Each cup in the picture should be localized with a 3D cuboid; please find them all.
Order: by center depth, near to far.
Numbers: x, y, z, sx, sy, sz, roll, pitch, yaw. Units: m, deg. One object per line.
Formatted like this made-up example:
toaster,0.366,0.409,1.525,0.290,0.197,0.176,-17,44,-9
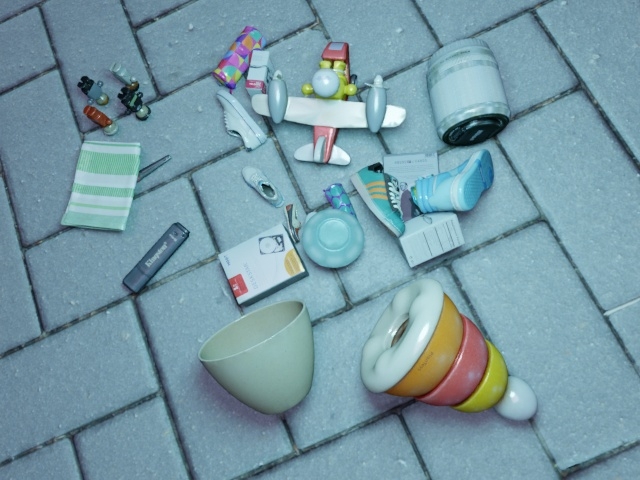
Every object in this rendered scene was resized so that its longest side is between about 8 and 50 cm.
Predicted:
cup,-0.149,0.349,1.282,0.332,0.331,0.236,-23,100,2

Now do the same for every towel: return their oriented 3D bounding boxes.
towel,-0.767,-0.199,1.571,0.248,0.038,0.324,4,75,11

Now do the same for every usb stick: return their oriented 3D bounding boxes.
usb stick,-0.557,0.058,1.515,0.077,0.045,0.278,39,85,15

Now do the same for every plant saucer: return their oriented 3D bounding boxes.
plant saucer,0.040,-0.014,1.372,0.195,0.037,0.194,0,72,-1

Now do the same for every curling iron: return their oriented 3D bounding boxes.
curling iron,-0.662,-0.240,1.601,0.274,0.035,0.068,-27,75,2

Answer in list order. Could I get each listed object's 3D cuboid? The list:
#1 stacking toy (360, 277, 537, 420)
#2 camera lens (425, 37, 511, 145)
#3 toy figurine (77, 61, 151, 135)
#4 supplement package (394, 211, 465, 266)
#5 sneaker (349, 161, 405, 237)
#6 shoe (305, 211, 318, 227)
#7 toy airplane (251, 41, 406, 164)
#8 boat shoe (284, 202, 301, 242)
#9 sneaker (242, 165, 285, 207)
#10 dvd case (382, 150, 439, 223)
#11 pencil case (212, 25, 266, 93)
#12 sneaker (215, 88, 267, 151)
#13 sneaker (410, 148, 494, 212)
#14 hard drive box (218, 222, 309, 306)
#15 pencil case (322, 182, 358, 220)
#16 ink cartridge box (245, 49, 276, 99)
stacking toy,0.381,0.359,1.227,0.480,0.350,0.350,33,84,-4
camera lens,0.458,-0.452,1.399,0.220,0.219,0.273,-10,76,6
toy figurine,-0.748,-0.514,1.625,0.213,0.148,0.209,-27,69,4
supplement package,0.326,-0.014,1.359,0.180,0.105,0.105,-25,111,2
sneaker,0.197,-0.139,1.371,0.121,0.108,0.302,-36,48,10
shoe,0.000,0.000,1.432,0.064,0.081,0.177,-21,73,-1
toy airplane,0.018,-0.431,1.428,0.386,0.272,0.384,-35,76,-1
boat shoe,-0.086,-0.059,1.476,0.043,0.049,0.136,-15,71,2
sneaker,-0.198,-0.193,1.503,0.191,0.083,0.071,42,87,15
dvd case,0.299,-0.172,1.456,0.180,0.029,0.238,-2,76,7
pencil case,-0.294,-0.656,1.615,0.105,0.104,0.236,33,86,13
sneaker,-0.299,-0.422,1.561,0.091,0.094,0.258,-39,76,-7
sneaker,0.399,-0.185,1.376,0.208,0.319,0.126,-4,113,40
hard drive box,-0.181,0.080,1.436,0.232,0.089,0.181,-28,75,1
pencil case,0.067,-0.110,1.456,0.070,0.064,0.151,-20,75,-11
ink cartridge box,-0.208,-0.574,1.575,0.063,0.109,0.150,8,79,11
